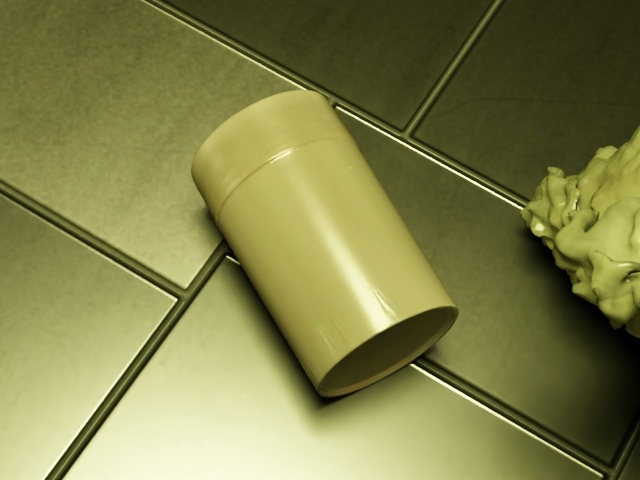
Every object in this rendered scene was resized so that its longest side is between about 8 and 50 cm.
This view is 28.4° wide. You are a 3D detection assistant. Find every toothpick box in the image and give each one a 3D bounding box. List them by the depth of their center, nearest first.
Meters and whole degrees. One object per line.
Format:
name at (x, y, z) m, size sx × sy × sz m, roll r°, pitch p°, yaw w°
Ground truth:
toothpick box at (0.000, 0.000, 0.840) m, size 0.111 × 0.111 × 0.181 m, roll -25°, pitch 68°, yaw -17°

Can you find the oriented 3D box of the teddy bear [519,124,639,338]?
teddy bear at (0.270, -0.015, 0.756) m, size 0.357 × 0.224 × 0.367 m, roll -5°, pitch 20°, yaw -34°
